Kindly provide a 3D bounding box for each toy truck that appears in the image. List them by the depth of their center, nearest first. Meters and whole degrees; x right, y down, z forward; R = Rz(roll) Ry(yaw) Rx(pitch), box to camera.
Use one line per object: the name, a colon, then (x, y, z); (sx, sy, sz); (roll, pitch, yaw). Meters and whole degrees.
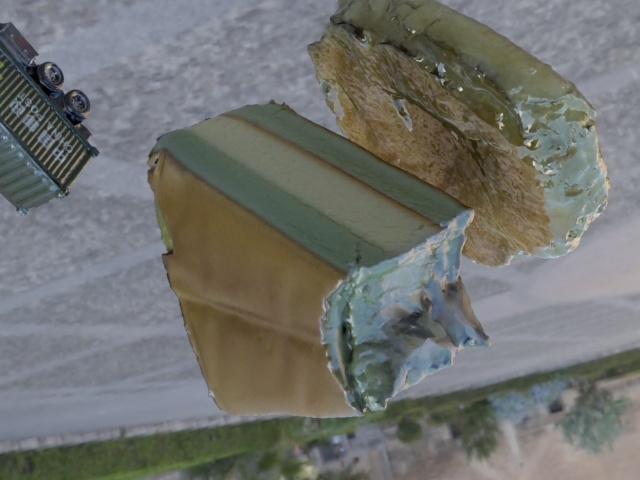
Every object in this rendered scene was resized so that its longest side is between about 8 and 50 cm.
toy truck: (-0.342, -0.163, 1.006); (0.088, 0.259, 0.121); (-19, -148, 36)

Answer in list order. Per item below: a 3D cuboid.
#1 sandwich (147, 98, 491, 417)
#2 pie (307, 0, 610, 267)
sandwich: (0.000, 0.000, 0.736); (0.155, 0.227, 0.198); (-26, -169, -42)
pie: (0.121, -0.098, 0.932); (0.083, 0.339, 0.339); (-47, 178, -17)
